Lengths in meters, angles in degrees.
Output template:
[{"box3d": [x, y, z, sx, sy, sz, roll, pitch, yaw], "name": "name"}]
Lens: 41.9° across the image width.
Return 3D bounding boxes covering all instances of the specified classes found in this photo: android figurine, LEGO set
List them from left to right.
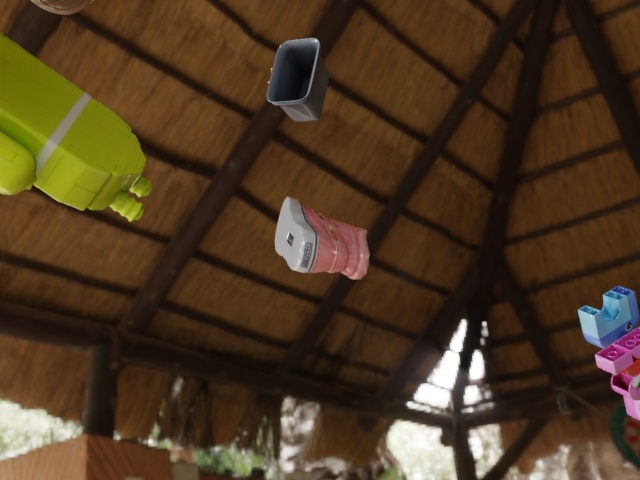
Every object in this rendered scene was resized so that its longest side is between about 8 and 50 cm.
[{"box3d": [-0.267, -0.114, 0.750, 0.273, 0.248, 0.056, 36, -74, -20], "name": "android figurine"}, {"box3d": [0.305, 0.074, 0.710, 0.227, 0.093, 0.087, -27, 23, -20], "name": "LEGO set"}]

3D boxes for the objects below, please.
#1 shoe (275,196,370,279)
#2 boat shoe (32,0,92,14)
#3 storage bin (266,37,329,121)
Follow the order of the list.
[{"box3d": [0.000, 0.000, 0.947, 0.081, 0.063, 0.178, 12, 13, -14], "name": "shoe"}, {"box3d": [-0.274, -0.445, 1.111, 0.123, 0.123, 0.342, 27, -46, -37], "name": "boat shoe"}, {"box3d": [-0.037, -0.281, 1.515, 0.098, 0.135, 0.091, 0, -27, 24], "name": "storage bin"}]
